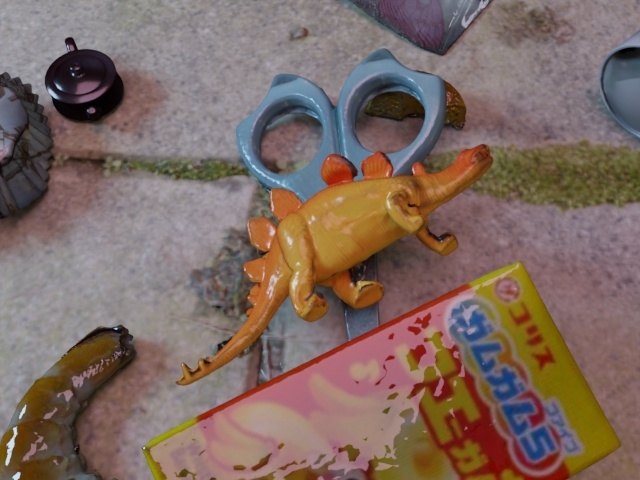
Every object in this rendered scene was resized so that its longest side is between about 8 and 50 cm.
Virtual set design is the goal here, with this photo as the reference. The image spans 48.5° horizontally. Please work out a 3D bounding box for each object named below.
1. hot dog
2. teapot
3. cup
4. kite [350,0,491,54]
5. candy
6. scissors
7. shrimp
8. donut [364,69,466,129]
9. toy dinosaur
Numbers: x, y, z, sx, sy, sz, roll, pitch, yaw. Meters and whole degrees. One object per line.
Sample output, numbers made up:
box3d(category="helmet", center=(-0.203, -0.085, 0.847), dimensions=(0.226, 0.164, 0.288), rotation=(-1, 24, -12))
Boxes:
box3d(category="hot dog", center=(-0.374, -0.077, 0.611), dimensions=(0.271, 0.082, 0.162), rotation=(-5, 73, -10))
box3d(category="teapot", center=(-0.222, -0.152, 0.661), dimensions=(0.068, 0.045, 0.100), rotation=(-20, 67, -11))
box3d(category="cup", center=(0.334, -0.146, 0.637), dimensions=(0.133, 0.136, 0.099), rotation=(-38, 36, -16))
box3d(category="kite", center=(0.016, -0.321, 0.753), dimensions=(0.361, 0.022, 0.204), rotation=(21, 66, 9))
box3d(category="candy", center=(0.039, 0.137, 0.476), dimensions=(0.276, 0.088, 0.146), rotation=(-23, 79, -10))
box3d(category="scissors", center=(0.028, 0.008, 0.583), dimensions=(0.191, 0.029, 0.360), rotation=(-11, 71, 14))
box3d(category="shrimp", center=(-0.149, 0.147, 0.523), dimensions=(0.161, 0.049, 0.166), rotation=(15, 59, 10))
box3d(category="donut", center=(0.090, -0.127, 0.650), dimensions=(0.083, 0.038, 0.067), rotation=(40, 68, 19))
box3d(category="toy dinosaur", center=(0.000, 0.000, 0.543), dimensions=(0.288, 0.070, 0.117), rotation=(-34, 56, 3))
